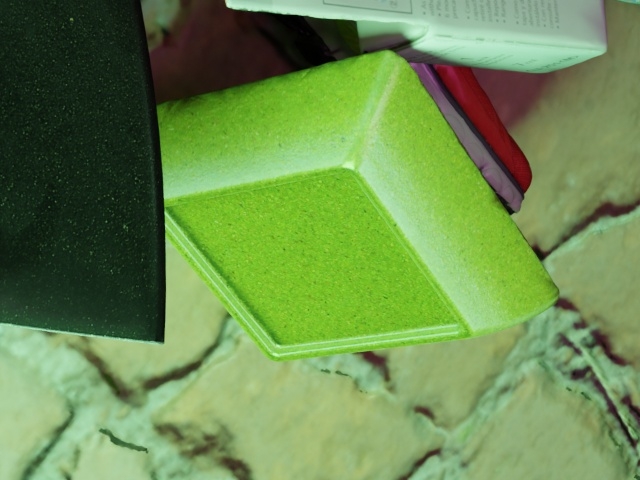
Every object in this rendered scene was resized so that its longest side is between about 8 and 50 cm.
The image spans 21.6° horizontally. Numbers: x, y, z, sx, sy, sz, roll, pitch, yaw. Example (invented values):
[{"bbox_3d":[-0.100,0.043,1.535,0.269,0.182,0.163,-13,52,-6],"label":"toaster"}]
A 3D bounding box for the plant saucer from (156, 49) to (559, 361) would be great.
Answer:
[{"bbox_3d":[0.000,0.000,0.865,0.188,0.188,0.045,52,43,-35],"label":"plant saucer"}]

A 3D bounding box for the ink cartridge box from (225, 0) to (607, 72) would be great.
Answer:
[{"bbox_3d":[0.028,-0.225,0.808,0.239,0.060,0.275,0,83,-37],"label":"ink cartridge box"}]

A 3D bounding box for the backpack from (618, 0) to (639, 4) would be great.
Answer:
[{"bbox_3d":[0.198,-0.192,0.968,0.182,0.152,0.115,-2,116,-45],"label":"backpack"}]

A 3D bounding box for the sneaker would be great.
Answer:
[{"bbox_3d":[0.056,-0.125,0.910,0.118,0.107,0.279,-49,127,-16],"label":"sneaker"}]

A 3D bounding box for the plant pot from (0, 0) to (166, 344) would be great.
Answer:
[{"bbox_3d":[-0.179,-0.056,0.736,0.188,0.187,0.167,10,88,-36],"label":"plant pot"}]
